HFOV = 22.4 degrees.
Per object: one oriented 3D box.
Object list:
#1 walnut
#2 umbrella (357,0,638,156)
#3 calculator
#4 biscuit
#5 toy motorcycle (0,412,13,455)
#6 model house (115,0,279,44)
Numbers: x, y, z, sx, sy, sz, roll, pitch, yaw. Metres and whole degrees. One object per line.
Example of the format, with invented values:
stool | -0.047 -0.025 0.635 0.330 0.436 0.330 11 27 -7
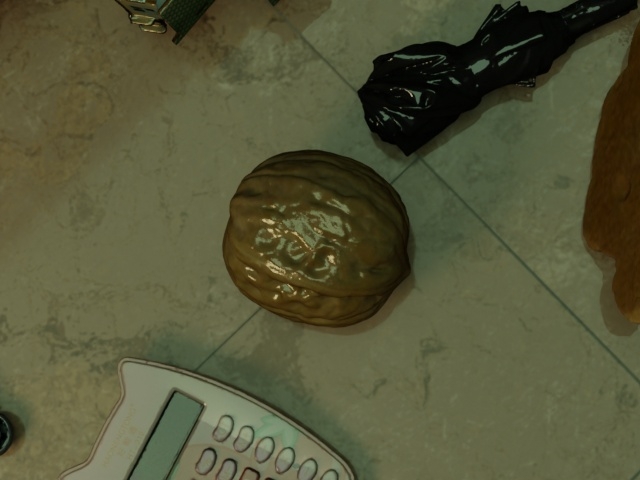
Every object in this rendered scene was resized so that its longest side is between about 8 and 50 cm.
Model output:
walnut | 0.000 0.000 1.792 0.213 0.213 0.213 -1 84 5
umbrella | 0.204 -0.211 1.836 0.340 0.118 0.118 -25 82 0
calculator | -0.118 0.281 1.840 0.329 0.048 0.220 28 86 5
biscuit | 0.378 -0.094 1.734 0.051 0.269 0.376 12 87 -19
toy motorcycle | -0.458 0.220 1.868 0.193 0.061 0.124 -23 83 0
model house | -0.102 -0.353 1.839 0.206 0.178 0.271 9 82 12
